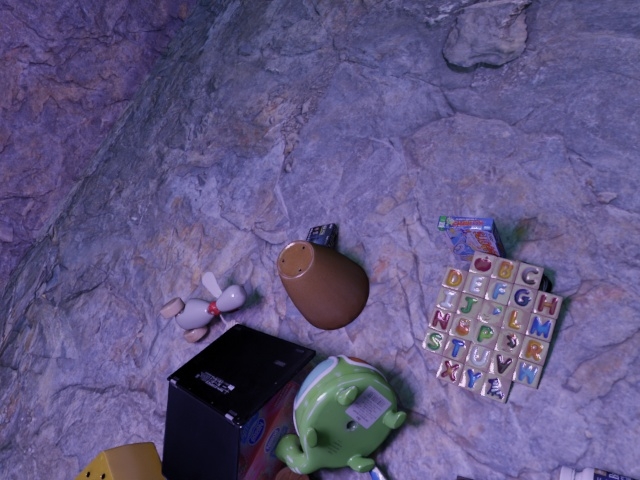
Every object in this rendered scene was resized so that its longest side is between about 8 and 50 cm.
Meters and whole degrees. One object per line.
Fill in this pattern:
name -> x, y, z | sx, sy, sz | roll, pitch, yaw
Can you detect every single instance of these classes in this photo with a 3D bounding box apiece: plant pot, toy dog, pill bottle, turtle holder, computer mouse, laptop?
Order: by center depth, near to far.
pill bottle -> 0.562, 0.501, 0.957 | 0.169, 0.094, 0.094 | 5, 65, 32
turtle holder -> 0.042, 0.441, 1.233 | 0.227, 0.243, 0.321 | -134, 58, -66
computer mouse -> 0.455, 0.116, 1.272 | 0.261, 0.060, 0.184 | 24, 77, 38
laptop -> -0.230, 0.463, 1.301 | 0.408, 0.237, 0.381 | -38, 27, -33
plant pot -> -0.012, 0.107, 1.426 | 0.237, 0.254, 0.237 | -14, 56, 22
plant pot -> -0.597, 0.734, 1.439 | 0.212, 0.187, 0.212 | -45, 51, 0
toy dog -> -0.362, 0.214, 1.633 | 0.333, 0.220, 0.161 | -5, 29, 20

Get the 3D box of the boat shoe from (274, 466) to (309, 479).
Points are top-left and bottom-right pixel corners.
boat shoe -> -0.058, 0.736, 1.175 | 0.123, 0.123, 0.342 | -5, 52, -9

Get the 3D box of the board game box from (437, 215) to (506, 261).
board game box -> 0.399, 0.001, 1.281 | 0.136, 0.201, 0.035 | 4, 65, 33

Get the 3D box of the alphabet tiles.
alphabet tiles -> 0.419, 0.206, 1.219 | 0.284, 0.011, 0.343 | 16, 81, 27

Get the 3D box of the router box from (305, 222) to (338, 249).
router box -> 0.000, 0.000, 1.595 | 0.092, 0.038, 0.123 | -11, 36, 24

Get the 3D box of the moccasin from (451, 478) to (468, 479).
moccasin -> 0.153, 0.599, 1.028 | 0.379, 0.147, 0.139 | -23, 43, 13

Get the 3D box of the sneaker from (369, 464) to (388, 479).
sneaker -> 0.134, 0.608, 1.168 | 0.084, 0.058, 0.152 | -38, 56, -6

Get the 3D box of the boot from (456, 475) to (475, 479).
boot -> 0.364, 0.635, 1.006 | 0.262, 0.091, 0.229 | 0, 63, 42

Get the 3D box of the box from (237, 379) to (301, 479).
box -> -0.159, 0.515, 1.341 | 0.154, 0.142, 0.300 | 20, 74, 37
